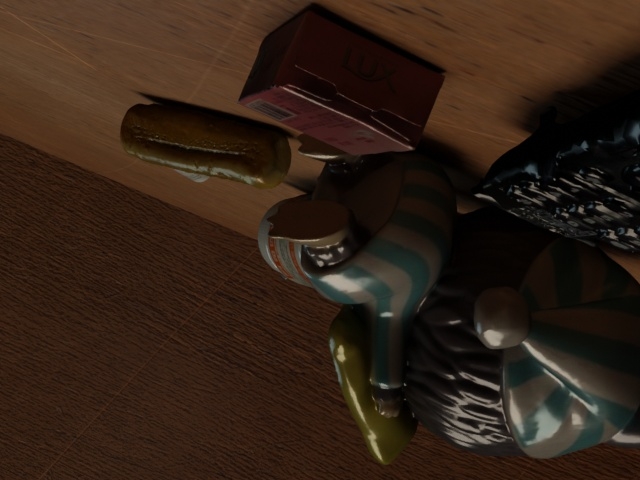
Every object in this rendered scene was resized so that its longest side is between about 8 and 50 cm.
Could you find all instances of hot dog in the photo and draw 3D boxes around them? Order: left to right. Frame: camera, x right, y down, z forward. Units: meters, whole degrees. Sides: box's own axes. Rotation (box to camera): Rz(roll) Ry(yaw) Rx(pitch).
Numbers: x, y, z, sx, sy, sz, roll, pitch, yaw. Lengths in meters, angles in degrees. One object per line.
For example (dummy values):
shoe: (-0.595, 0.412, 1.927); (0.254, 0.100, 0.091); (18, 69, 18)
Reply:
hot dog: (-0.142, -0.114, 1.220); (0.286, 0.087, 0.061); (22, -179, 42)

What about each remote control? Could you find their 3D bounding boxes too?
remote control: (0.201, -0.041, 0.548); (0.145, 0.062, 0.399); (23, 174, -7)

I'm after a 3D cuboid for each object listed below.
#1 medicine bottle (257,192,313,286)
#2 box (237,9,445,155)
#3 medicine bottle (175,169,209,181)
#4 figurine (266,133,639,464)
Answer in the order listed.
medicine bottle: (0.000, 0.000, 1.465); (0.144, 0.144, 0.252); (24, 176, -15)
box: (0.010, -0.107, 0.724); (0.111, 0.060, 0.156); (24, 178, -17)
medicine bottle: (-0.203, -0.126, 1.527); (0.052, 0.052, 0.089); (19, 174, 36)
figurine: (0.200, 0.042, 0.942); (0.378, 0.266, 0.361); (-6, 140, 25)
